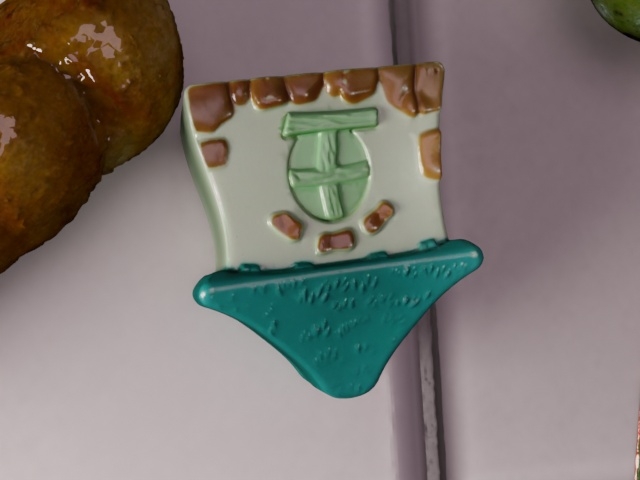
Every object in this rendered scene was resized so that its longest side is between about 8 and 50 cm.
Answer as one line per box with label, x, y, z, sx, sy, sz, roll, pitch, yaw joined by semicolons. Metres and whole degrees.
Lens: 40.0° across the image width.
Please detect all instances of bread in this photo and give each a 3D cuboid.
bread;-0.198;0.006;0.384;0.344;0.124;0.084;-43;121;-9

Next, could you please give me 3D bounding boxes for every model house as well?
model house;0.000;0.000;0.423;0.127;0.100;0.149;-8;90;-10

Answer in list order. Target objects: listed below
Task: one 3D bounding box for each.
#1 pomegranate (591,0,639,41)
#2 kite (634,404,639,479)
pomegranate;0.202;-0.142;0.472;0.122;0.122;0.161;-31;130;-11
kite;0.260;0.129;0.509;0.198;0.006;0.244;-39;94;-11
